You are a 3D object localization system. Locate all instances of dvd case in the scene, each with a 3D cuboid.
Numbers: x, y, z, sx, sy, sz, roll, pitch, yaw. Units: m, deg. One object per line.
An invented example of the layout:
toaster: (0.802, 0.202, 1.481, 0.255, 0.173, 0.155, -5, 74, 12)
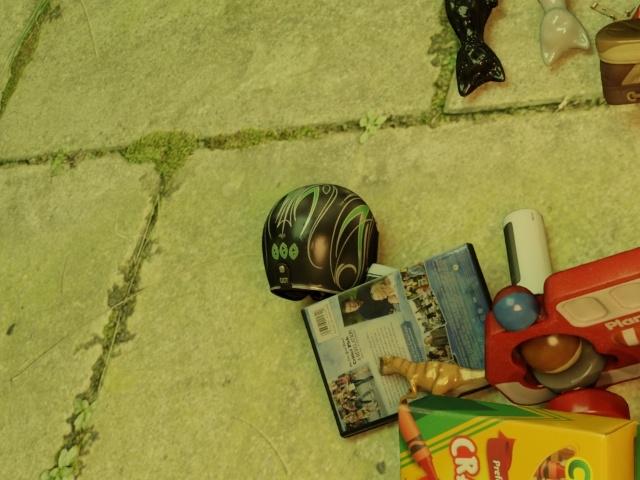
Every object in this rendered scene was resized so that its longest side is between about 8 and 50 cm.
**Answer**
dvd case: (0.109, 0.130, 1.848, 0.253, 0.022, 0.180, -23, 78, 23)

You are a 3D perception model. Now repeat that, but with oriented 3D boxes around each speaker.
speaker: (0.266, 0.029, 1.833, 0.055, 0.055, 0.136, -22, 50, 24)

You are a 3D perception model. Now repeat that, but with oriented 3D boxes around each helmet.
helmet: (0.000, 0.000, 1.991, 0.169, 0.169, 0.162, -2, 77, 36)

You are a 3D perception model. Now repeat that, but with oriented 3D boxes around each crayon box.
crayon box: (0.236, 0.287, 1.587, 0.318, 0.081, 0.202, 2, 97, 38)

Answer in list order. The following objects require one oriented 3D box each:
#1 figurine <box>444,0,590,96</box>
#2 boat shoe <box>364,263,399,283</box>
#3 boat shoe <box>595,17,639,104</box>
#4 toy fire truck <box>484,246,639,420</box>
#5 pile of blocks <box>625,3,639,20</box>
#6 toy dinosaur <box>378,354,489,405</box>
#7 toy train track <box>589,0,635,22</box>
figurine: (0.279, -0.323, 2.059, 0.214, 0.092, 0.210, -18, 59, 26)
boat shoe: (0.127, 0.088, 1.898, 0.183, 0.065, 0.083, 11, 76, 44)
boat shoe: (0.513, -0.208, 1.782, 0.341, 0.123, 0.123, 1, 25, 20)
toy fire truck: (0.315, 0.099, 1.603, 0.302, 0.254, 0.169, -17, 51, 27)
pile of blocks: (0.531, -0.351, 1.857, 0.362, 0.112, 0.149, -25, 49, 21)
toy dinosaur: (0.160, 0.176, 1.773, 0.211, 0.064, 0.112, -1, 87, 25)
toy train track: (0.404, -0.316, 2.000, 0.048, 0.014, 0.083, -50, 44, -3)
